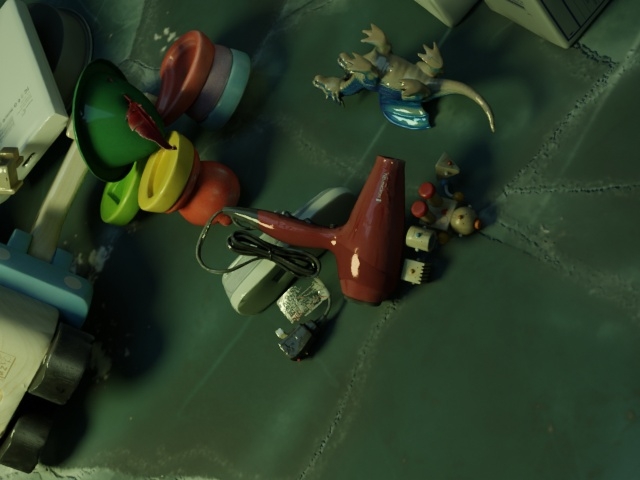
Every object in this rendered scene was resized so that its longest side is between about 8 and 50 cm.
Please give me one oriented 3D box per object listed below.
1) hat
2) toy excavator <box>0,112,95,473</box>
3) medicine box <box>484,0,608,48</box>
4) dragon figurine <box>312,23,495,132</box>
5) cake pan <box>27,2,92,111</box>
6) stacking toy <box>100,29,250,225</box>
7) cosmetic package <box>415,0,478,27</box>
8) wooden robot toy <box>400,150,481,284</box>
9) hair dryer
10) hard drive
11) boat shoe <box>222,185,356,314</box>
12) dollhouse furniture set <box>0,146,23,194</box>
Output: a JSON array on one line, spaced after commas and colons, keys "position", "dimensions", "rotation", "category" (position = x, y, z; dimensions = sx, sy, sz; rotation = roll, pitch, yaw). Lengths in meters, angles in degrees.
[{"position": [-0.229, -0.168, 1.631], "dimensions": [0.184, 0.173, 0.208], "rotation": [-5, 62, 22], "category": "hat"}, {"position": [-0.432, 0.043, 1.709], "dimensions": [0.433, 0.222, 0.445], "rotation": [-57, 19, 27], "category": "toy excavator"}, {"position": [0.302, -0.438, 1.436], "dimensions": [0.289, 0.263, 0.149], "rotation": [-51, 50, 2], "category": "medicine box"}, {"position": [0.120, -0.206, 1.557], "dimensions": [0.289, 0.144, 0.085], "rotation": [21, 77, 19], "category": "dragon figurine"}, {"position": [-0.535, -0.301, 2.065], "dimensions": [0.293, 0.054, 0.293], "rotation": [-15, 60, 28], "category": "cake pan"}, {"position": [-0.206, -0.141, 1.764], "dimensions": [0.279, 0.130, 0.308], "rotation": [-26, 47, 53], "category": "stacking toy"}, {"position": [0.112, -0.576, 1.594], "dimensions": [0.329, 0.327, 0.393], "rotation": [-48, 51, 4], "category": "cosmetic package"}, {"position": [0.160, -0.024, 1.453], "dimensions": [0.079, 0.076, 0.173], "rotation": [16, 79, 25], "category": "wooden robot toy"}, {"position": [0.000, 0.000, 1.472], "dimensions": [0.293, 0.080, 0.223], "rotation": [-39, 94, 10], "category": "hair dryer"}, {"position": [-0.526, -0.239, 1.942], "dimensions": [0.203, 0.040, 0.307], "rotation": [-45, 50, 23], "category": "hard drive"}, {"position": [-0.051, -0.001, 1.572], "dimensions": [0.227, 0.079, 0.081], "rotation": [-46, 55, 10], "category": "boat shoe"}, {"position": [-0.528, -0.110, 1.844], "dimensions": [0.161, 0.101, 0.182], "rotation": [3, 28, 8], "category": "dollhouse furniture set"}]
